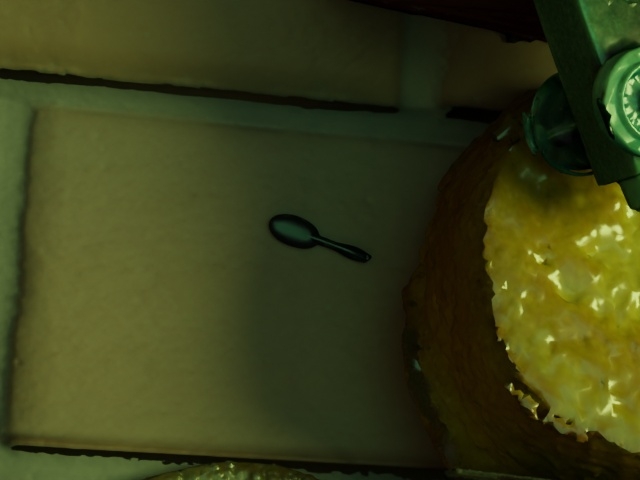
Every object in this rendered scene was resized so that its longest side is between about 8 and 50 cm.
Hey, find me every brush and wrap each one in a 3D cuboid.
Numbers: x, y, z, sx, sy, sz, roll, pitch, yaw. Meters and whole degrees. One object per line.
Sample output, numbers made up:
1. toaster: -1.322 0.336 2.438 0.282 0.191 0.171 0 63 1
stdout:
1. brush: 0.000 0.000 1.203 0.083 0.008 0.024 19 79 -9

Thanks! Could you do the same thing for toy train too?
1. toy train: 0.208 -0.174 1.002 0.194 0.120 0.298 -20 92 -18

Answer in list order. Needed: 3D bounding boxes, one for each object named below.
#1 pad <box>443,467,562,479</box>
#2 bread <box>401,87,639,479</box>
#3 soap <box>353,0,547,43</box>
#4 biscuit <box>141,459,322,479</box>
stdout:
1. pad: 0.251 0.218 1.076 0.330 0.220 0.004 4 58 12
2. bread: 0.262 0.046 1.136 0.398 0.215 0.398 2 72 -8
3. soap: 0.174 -0.215 1.160 0.325 0.220 0.127 8 91 -11
4. biscuit: -0.043 0.233 1.154 0.290 0.038 0.141 22 79 -10
